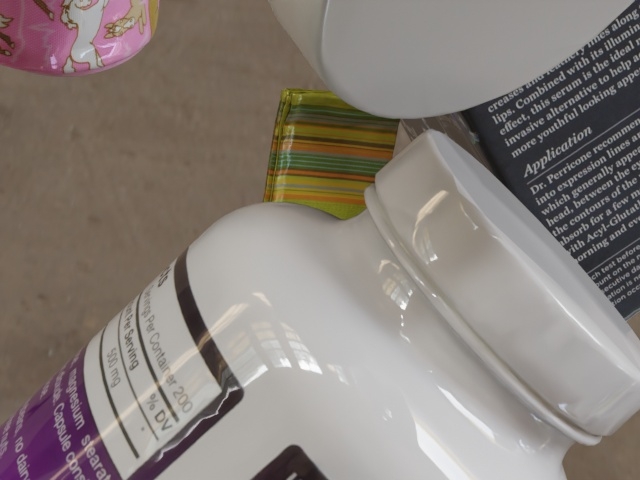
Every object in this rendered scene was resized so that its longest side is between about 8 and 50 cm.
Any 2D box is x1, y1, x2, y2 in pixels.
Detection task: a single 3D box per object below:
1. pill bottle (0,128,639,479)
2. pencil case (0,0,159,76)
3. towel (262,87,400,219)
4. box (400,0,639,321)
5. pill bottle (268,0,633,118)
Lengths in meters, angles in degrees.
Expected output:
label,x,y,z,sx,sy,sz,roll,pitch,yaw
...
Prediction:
label,x,y,z,sx,sy,sz,roll,pitch,yaw
pill bottle,-0.035,0.113,0.623,0.323,0.181,0.181,-42,109,12
pencil case,-0.153,-0.294,1.045,0.160,0.167,0.386,6,131,-11
towel,0.000,0.000,1.300,0.102,0.021,0.237,2,108,-24
box,0.169,-0.167,1.386,0.212,0.293,0.395,-34,122,-3
pill bottle,-0.008,-0.182,0.536,0.162,0.278,0.162,-24,150,-15
